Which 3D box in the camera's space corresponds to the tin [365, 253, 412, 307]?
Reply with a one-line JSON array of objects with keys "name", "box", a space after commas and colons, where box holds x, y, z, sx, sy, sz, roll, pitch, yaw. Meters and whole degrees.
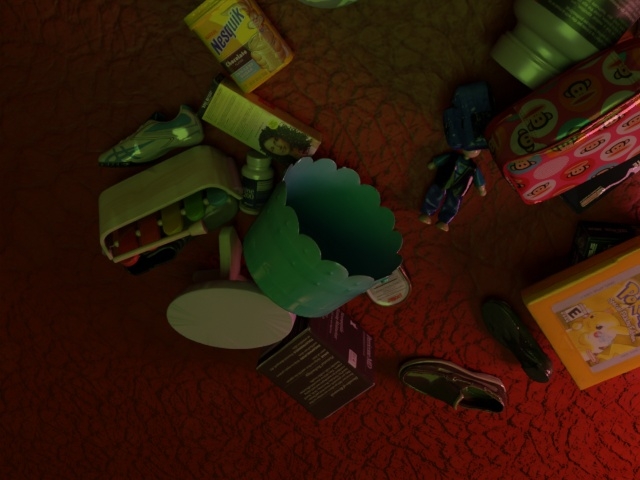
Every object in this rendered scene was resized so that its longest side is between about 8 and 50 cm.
[{"name": "tin", "box": [0.126, 0.066, 1.364, 0.106, 0.040, 0.189, -25, 114, 22]}]

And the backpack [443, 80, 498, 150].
[{"name": "backpack", "box": [0.274, -0.227, 1.145, 0.101, 0.098, 0.120, -7, 92, 8]}]

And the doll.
[{"name": "doll", "box": [0.268, -0.114, 1.246, 0.129, 0.046, 0.189, 23, 112, 3]}]

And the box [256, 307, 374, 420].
[{"name": "box", "box": [-0.006, 0.250, 1.399, 0.203, 0.168, 0.167, 42, 113, -17]}]

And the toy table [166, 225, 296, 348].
[{"name": "toy table", "box": [-0.171, 0.114, 1.326, 0.274, 0.161, 0.252, 4, 129, 11]}]

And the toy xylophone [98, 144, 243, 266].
[{"name": "toy xylophone", "box": [-0.308, -0.058, 1.224, 0.323, 0.236, 0.081, -18, 142, 12]}]

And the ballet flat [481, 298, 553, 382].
[{"name": "ballet flat", "box": [0.448, 0.218, 1.411, 0.250, 0.058, 0.084, 50, 147, -14]}]

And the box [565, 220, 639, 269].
[{"name": "box", "box": [0.594, 0.058, 1.293, 0.147, 0.077, 0.180, 5, 119, 3]}]

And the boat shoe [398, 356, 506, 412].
[{"name": "boat shoe", "box": [0.310, 0.343, 1.463, 0.258, 0.095, 0.095, 10, 119, 0]}]

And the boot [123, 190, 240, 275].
[{"name": "boot", "box": [-0.277, -0.010, 1.286, 0.247, 0.161, 0.083, -26, 114, 18]}]

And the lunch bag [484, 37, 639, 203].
[{"name": "lunch bag", "box": [0.445, -0.178, 1.058, 0.293, 0.120, 0.258, -29, 150, 19]}]

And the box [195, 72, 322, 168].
[{"name": "box", "box": [-0.116, -0.224, 1.214, 0.232, 0.058, 0.087, 28, 117, -10]}]

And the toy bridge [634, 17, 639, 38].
[{"name": "toy bridge", "box": [0.579, -0.430, 1.058, 0.063, 0.026, 0.188, 15, 118, -2]}]

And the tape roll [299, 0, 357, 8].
[{"name": "tape roll", "box": [0.014, -0.504, 1.042, 0.219, 0.072, 0.219, 2, 119, 3]}]

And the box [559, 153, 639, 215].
[{"name": "box", "box": [0.519, -0.179, 1.185, 0.175, 0.051, 0.220, 42, 114, -16]}]

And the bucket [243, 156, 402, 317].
[{"name": "bucket", "box": [0.000, 0.000, 1.200, 0.281, 0.281, 0.183, 36, 129, -14]}]

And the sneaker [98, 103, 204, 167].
[{"name": "sneaker", "box": [-0.339, -0.200, 1.243, 0.237, 0.085, 0.086, -17, 89, 18]}]

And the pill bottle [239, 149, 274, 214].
[{"name": "pill bottle", "box": [-0.128, -0.118, 1.267, 0.067, 0.067, 0.120, 8, 119, 0]}]

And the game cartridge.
[{"name": "game cartridge", "box": [0.614, 0.142, 1.263, 0.324, 0.052, 0.285, -29, 113, 21]}]

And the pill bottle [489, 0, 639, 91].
[{"name": "pill bottle", "box": [0.426, -0.394, 1.005, 0.176, 0.176, 0.318, 32, 116, -12]}]

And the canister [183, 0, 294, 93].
[{"name": "canister", "box": [-0.143, -0.367, 1.131, 0.126, 0.073, 0.170, -32, 113, 20]}]
